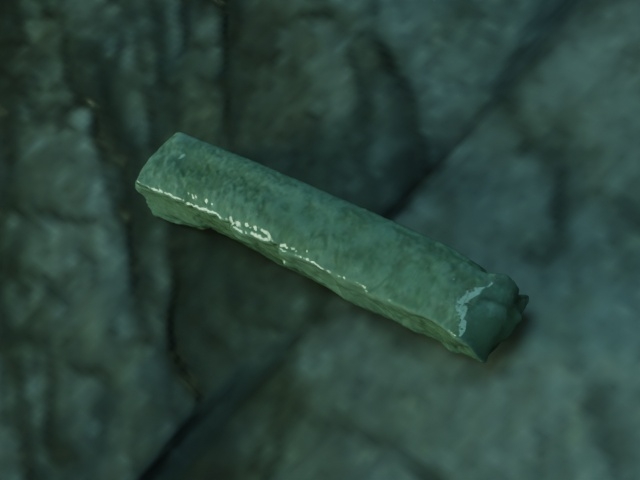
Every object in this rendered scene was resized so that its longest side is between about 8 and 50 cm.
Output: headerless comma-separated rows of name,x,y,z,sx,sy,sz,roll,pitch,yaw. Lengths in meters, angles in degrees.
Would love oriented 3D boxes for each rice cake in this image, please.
rice cake,0.000,0.000,0.472,0.121,0.021,0.022,24,72,37
